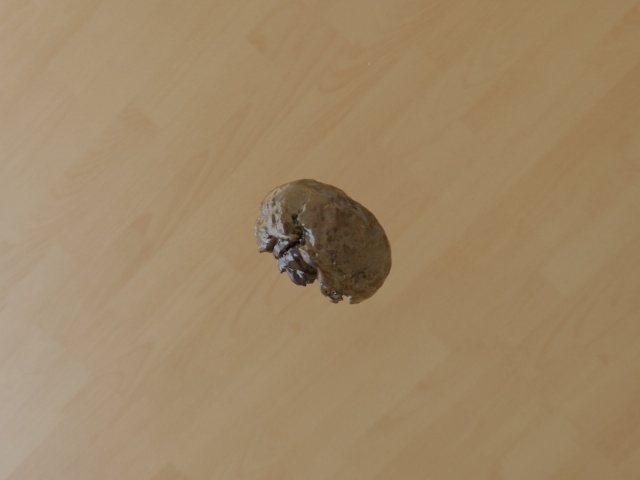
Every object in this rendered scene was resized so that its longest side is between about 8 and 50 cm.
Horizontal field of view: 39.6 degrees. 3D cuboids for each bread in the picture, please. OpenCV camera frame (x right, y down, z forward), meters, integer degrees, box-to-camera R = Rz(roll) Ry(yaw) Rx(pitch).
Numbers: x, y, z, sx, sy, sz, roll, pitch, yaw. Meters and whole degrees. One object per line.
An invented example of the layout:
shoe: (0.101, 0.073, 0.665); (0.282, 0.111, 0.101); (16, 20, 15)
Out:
bread: (0.000, 0.000, 0.669); (0.113, 0.082, 0.060); (32, 57, 11)
